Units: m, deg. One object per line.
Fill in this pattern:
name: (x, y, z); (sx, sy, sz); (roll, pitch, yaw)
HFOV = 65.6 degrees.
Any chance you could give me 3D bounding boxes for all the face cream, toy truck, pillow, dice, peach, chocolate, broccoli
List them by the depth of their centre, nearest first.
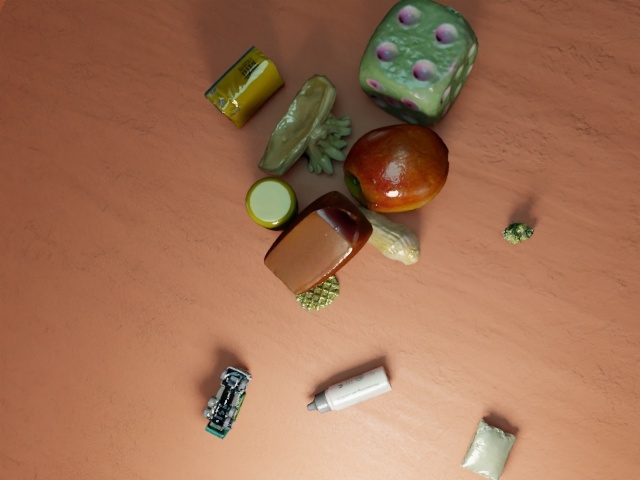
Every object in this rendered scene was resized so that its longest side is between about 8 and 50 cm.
pillow: (0.566, 0.715, 1.680); (0.134, 0.078, 0.181); (24, 89, 10)
peach: (0.271, -0.254, 1.733); (0.372, 0.373, 0.290); (-16, 113, 7)
broccoli: (0.697, -0.029, 1.741); (0.097, 0.092, 0.095); (38, 64, 0)
dice: (0.344, -0.615, 1.748); (0.330, 0.318, 0.322); (31, 90, 12)
face cream: (0.096, 0.543, 1.768); (0.311, 0.092, 0.092); (-22, 81, 7)
chocolate: (0.229, -0.024, 1.794); (0.309, 0.134, 0.134); (33, 89, 14)
toy truck: (-0.337, 0.589, 1.812); (0.114, 0.124, 0.253); (22, 85, 10)

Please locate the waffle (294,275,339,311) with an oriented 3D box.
waffle: (-0.025, 0.169, 1.856); (0.169, 0.036, 0.184); (-31, 79, 6)

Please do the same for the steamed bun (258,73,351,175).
steamed bun: (-0.023, -0.398, 1.869); (0.247, 0.189, 0.428); (26, 86, 40)

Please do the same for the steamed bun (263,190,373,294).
steamed bun: (0.000, 0.000, 1.711); (0.235, 0.248, 0.379); (45, 119, -3)

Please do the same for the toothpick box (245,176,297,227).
toothpick box: (-0.163, -0.119, 1.796); (0.174, 0.271, 0.175); (0, 84, 3)

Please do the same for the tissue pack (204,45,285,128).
tissue pack: (-0.284, -0.580, 1.907); (0.271, 0.192, 0.134); (-45, 78, 2)
